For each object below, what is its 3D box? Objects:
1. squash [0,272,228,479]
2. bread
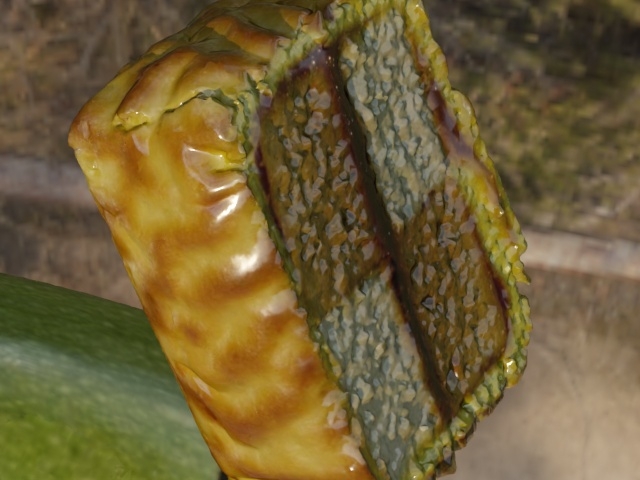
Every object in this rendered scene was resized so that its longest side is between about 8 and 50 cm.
[{"bbox_3d":[-0.245,0.122,0.938,0.309,0.310,0.310,29,46,-20],"label":"squash"},{"bbox_3d":[0.000,0.000,0.732,0.096,0.222,0.181,-4,31,34],"label":"bread"}]
